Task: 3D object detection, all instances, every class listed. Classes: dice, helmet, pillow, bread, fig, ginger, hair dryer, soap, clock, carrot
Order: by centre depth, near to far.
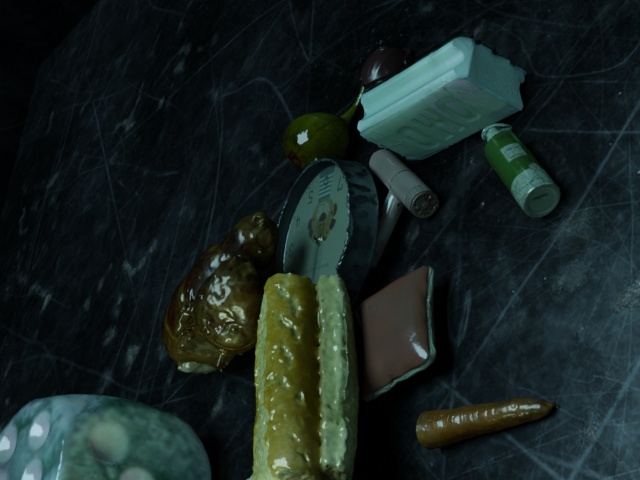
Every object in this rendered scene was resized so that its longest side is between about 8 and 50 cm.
[{"bbox_3d":[0.227,0.246,1.442,0.224,0.057,0.057,-23,50,44],"label":"carrot"},{"bbox_3d":[0.124,0.147,1.641,0.171,0.075,0.179,-36,41,39],"label":"pillow"},{"bbox_3d":[-0.024,0.260,1.666,0.236,0.165,0.375,99,173,-48],"label":"bread"},{"bbox_3d":[0.194,-0.227,1.732,0.261,0.150,0.094,-26,45,47],"label":"soap"},{"bbox_3d":[0.105,-0.030,1.836,0.220,0.054,0.195,-62,29,17],"label":"hair dryer"},{"bbox_3d":[0.001,-0.001,1.890,0.312,0.062,0.312,-38,45,52],"label":"clock"},{"bbox_3d":[-0.193,0.148,1.953,0.418,0.176,0.254,-52,22,46],"label":"ginger"},{"bbox_3d":[-0.430,0.491,1.971,0.330,0.348,0.327,-30,47,46],"label":"dice"},{"bbox_3d":[0.119,-0.326,1.994,0.098,0.070,0.123,-11,60,54],"label":"helmet"},{"bbox_3d":[0.025,-0.231,2.054,0.236,0.124,0.124,-50,25,-22],"label":"fig"}]

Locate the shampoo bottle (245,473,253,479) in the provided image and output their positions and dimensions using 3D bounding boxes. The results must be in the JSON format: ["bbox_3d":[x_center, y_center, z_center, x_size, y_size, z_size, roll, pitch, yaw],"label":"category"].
[{"bbox_3d":[-0.093,0.426,1.800,0.152,0.045,0.077,-44,36,29],"label":"shampoo bottle"}]

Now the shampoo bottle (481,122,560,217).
[{"bbox_3d":[0.298,-0.116,1.587,0.065,0.065,0.204,-51,33,21],"label":"shampoo bottle"}]
